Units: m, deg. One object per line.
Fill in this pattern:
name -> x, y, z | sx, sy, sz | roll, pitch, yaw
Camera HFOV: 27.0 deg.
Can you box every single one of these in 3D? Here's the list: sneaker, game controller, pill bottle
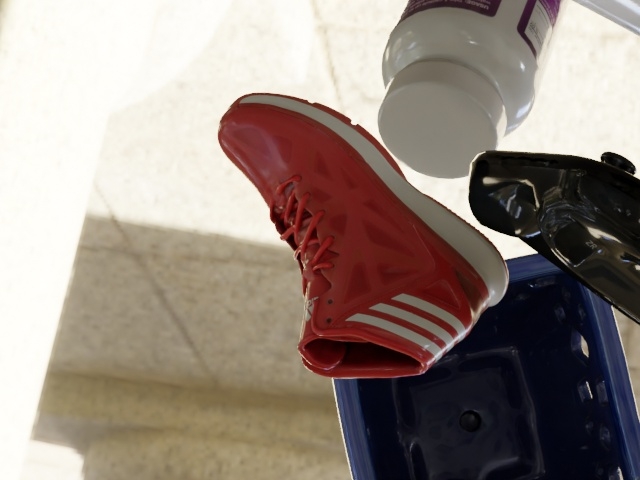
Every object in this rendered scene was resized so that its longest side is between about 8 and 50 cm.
sneaker -> 0.000, 0.000, 0.842 | 0.221, 0.128, 0.087 | 33, 143, 16
game controller -> 0.228, 0.041, 0.790 | 0.319, 0.067, 0.166 | 34, 180, -23
pill bottle -> 0.160, -0.208, 1.418 | 0.169, 0.302, 0.169 | 14, 137, 13

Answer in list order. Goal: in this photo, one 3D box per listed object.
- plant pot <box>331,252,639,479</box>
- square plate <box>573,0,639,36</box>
plant pot -> 0.135, 0.157, 1.152 | 0.235, 0.236, 0.212 | -12, 168, -2
square plate -> 0.345, -0.420, 1.533 | 0.049, 0.344, 0.347 | -5, 172, 35
